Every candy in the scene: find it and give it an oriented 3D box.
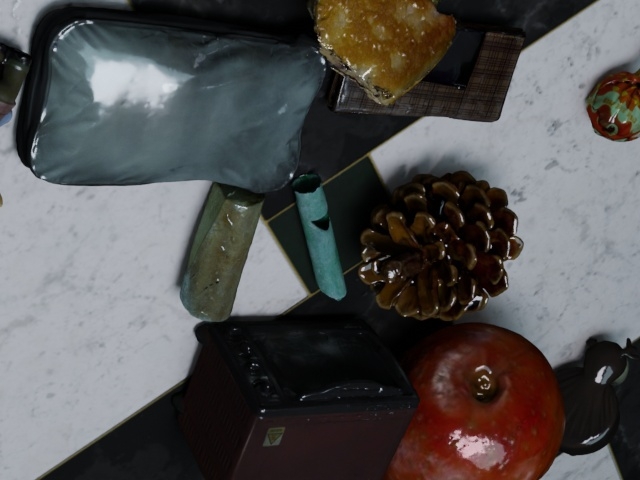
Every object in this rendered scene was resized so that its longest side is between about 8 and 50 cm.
[{"bbox_3d":[0.436,-0.250,1.560,0.287,0.078,0.084,-56,149,12],"label":"candy"}]

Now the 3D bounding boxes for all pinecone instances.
[{"bbox_3d":[0.133,0.013,1.510,0.212,0.169,0.185,-18,118,-36],"label":"pinecone"}]

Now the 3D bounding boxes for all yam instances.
[{"bbox_3d":[-0.115,0.013,1.428,0.068,0.068,0.169,-2,124,-30],"label":"yam"}]

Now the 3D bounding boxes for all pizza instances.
[{"bbox_3d":[0.042,-0.242,1.301,0.226,0.069,0.147,31,81,-28],"label":"pizza"}]

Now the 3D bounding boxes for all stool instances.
[{"bbox_3d":[0.408,0.241,1.897,0.217,0.125,0.121,-58,152,-6],"label":"stool"}]

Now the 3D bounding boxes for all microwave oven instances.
[{"bbox_3d":[-0.030,0.202,1.550,0.247,0.178,0.188,0,124,-31],"label":"microwave oven"}]

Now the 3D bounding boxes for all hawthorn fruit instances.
[{"bbox_3d":[0.199,0.245,1.662,0.284,0.284,0.284,-16,131,-20],"label":"hawthorn fruit"}]

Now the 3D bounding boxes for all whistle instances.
[{"bbox_3d":[0.000,0.000,1.508,0.039,0.039,0.186,-25,133,-13],"label":"whistle"}]

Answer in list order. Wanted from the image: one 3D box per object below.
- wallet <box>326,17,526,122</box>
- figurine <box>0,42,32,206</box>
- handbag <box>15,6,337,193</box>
[{"bbox_3d":[0.124,-0.197,1.425,0.230,0.042,0.124,1,122,-26],"label":"wallet"},{"bbox_3d":[-0.350,-0.103,1.188,0.114,0.108,0.196,20,95,-51],"label":"figurine"},{"bbox_3d":[-0.142,-0.140,1.295,0.332,0.075,0.191,2,120,-28],"label":"handbag"}]
